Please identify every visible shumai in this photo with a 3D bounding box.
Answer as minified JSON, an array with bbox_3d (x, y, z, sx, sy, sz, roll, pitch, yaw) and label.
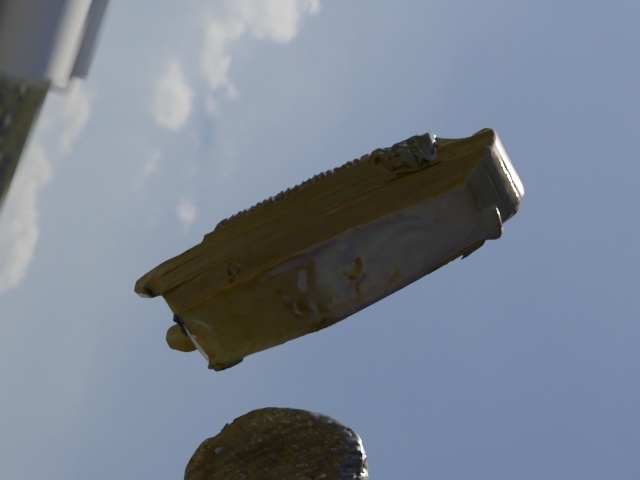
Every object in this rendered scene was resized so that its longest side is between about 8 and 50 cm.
[{"bbox_3d":[-0.049,0.293,1.638,0.153,0.210,0.161,88,-19,-52],"label":"shumai"}]

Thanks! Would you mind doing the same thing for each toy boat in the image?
[{"bbox_3d":[0.000,0.000,1.046,0.310,0.089,0.115,-27,-155,17],"label":"toy boat"}]
